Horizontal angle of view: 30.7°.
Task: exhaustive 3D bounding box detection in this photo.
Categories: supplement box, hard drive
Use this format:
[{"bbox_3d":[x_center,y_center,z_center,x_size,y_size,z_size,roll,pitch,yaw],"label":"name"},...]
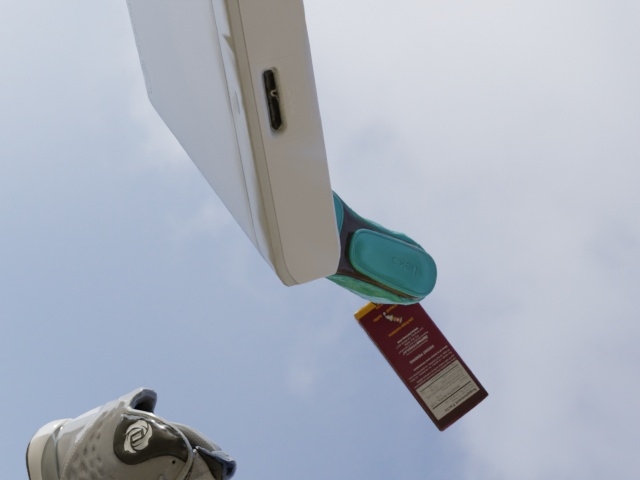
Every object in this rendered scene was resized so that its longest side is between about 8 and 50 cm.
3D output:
[{"bbox_3d":[0.131,0.151,1.529,0.081,0.104,0.188,-37,-98,-1],"label":"supplement box"},{"bbox_3d":[-0.081,-0.146,0.792,0.353,0.047,0.233,-130,-153,-59],"label":"hard drive"}]

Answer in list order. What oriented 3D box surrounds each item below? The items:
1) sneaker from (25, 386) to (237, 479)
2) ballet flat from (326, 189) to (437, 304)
[{"bbox_3d":[-0.104,0.196,0.751,0.132,0.086,0.228,-30,-115,12],"label":"sneaker"},{"bbox_3d":[0.000,0.000,1.087,0.087,0.247,0.083,-8,-120,49],"label":"ballet flat"}]
